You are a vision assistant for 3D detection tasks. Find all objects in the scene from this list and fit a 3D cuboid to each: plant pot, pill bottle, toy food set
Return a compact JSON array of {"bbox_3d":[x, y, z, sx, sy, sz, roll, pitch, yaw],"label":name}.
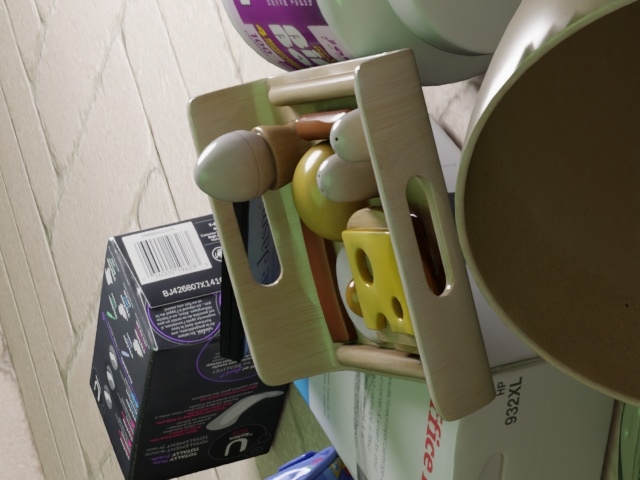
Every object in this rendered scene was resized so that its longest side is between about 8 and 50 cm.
[{"bbox_3d":[0.211,-0.074,0.883,0.284,0.284,0.191,102,180,-48],"label":"plant pot"},{"bbox_3d":[0.051,-0.188,1.324,0.301,0.169,0.169,-165,65,-68],"label":"pill bottle"},{"bbox_3d":[0.000,0.000,1.278,0.306,0.092,0.219,2,108,69],"label":"toy food set"}]

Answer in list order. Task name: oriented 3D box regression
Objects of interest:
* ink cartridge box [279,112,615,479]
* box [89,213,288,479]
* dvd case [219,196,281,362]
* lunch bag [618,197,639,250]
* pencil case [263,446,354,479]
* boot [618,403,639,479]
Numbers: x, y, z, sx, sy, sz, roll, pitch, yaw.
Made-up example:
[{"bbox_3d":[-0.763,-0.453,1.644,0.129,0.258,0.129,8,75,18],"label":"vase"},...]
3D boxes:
[{"bbox_3d":[0.084,0.081,1.448,0.307,0.129,0.223,-125,31,-48],"label":"ink cartridge box"},{"bbox_3d":[-0.129,0.110,1.983,0.270,0.165,0.143,106,146,-52],"label":"box"},{"bbox_3d":[-0.021,-0.044,1.571,0.253,0.022,0.180,-55,-25,-50],"label":"dvd case"},{"bbox_3d":[0.197,-0.013,1.058,0.129,0.151,0.096,164,94,-71],"label":"lunch bag"},{"bbox_3d":[0.048,0.305,1.554,0.119,0.133,0.306,-32,100,32],"label":"pencil case"},{"bbox_3d":[0.247,0.200,1.143,0.178,0.085,0.236,-146,48,-59],"label":"boot"}]
